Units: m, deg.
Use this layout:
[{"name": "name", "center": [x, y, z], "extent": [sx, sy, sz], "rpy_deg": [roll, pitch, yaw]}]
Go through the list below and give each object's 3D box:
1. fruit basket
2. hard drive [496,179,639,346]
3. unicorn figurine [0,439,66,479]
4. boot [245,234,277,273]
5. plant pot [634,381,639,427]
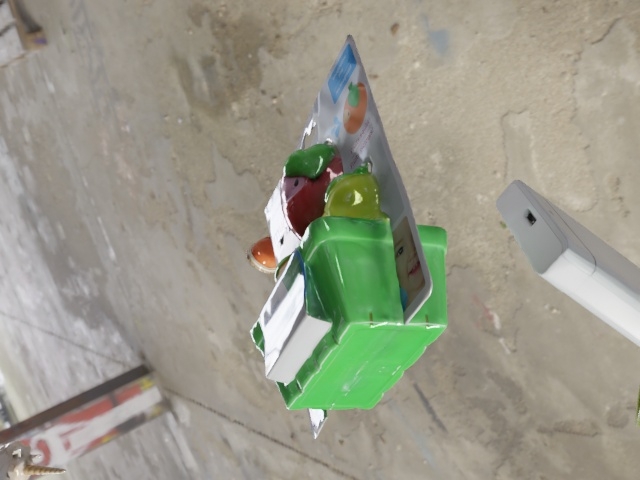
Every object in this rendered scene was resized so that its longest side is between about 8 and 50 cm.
[{"name": "fruit basket", "center": [0.000, 0.000, 0.830], "extent": [0.327, 0.166, 0.353], "rpy_deg": [-59, 41, 46]}, {"name": "hard drive", "center": [0.356, 0.077, 0.779], "extent": [0.353, 0.233, 0.047], "rpy_deg": [35, 107, -10]}, {"name": "unicorn figurine", "center": [-0.231, 0.193, 0.500], "extent": [0.060, 0.111, 0.162], "rpy_deg": [35, 156, -3]}, {"name": "boot", "center": [-0.056, -0.001, 1.164], "extent": [0.059, 0.158, 0.084], "rpy_deg": [48, 122, 9]}, {"name": "plant pot", "center": [0.647, 0.185, 1.130], "extent": [0.254, 0.276, 0.276], "rpy_deg": [9, 122, 23]}]
